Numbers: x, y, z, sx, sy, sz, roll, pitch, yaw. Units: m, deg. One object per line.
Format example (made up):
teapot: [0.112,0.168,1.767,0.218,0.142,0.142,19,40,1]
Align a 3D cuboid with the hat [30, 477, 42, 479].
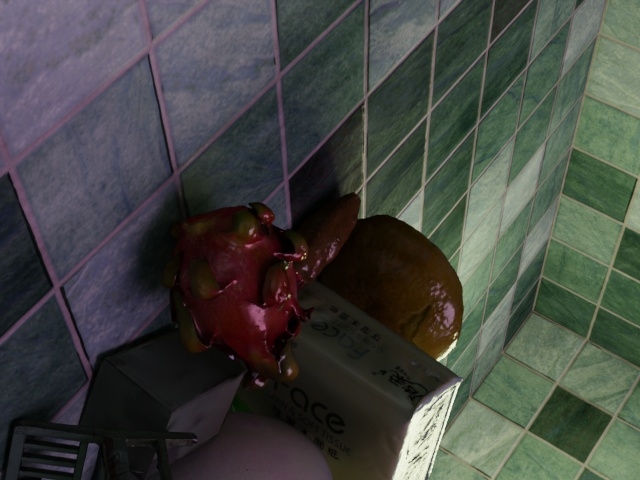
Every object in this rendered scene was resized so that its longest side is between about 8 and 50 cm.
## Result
hat: [-0.436,0.399,1.625,0.076,0.059,0.077,-17,129,-38]

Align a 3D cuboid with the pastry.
pastry: [0.136,0.115,2.180,0.164,0.356,0.356,-33,145,-38]

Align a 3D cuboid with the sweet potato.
sweet potato: [0.000,0.000,2.035,0.251,0.097,0.097,-47,154,-28]

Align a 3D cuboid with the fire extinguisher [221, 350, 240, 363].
fire extinguisher: [-0.131,0.112,1.935,0.231,0.071,0.099,-62,-174,0]

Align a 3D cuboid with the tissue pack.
tissue pack: [0.032,0.302,2.057,0.205,0.405,0.331,-33,145,-44]

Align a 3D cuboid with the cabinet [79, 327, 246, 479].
cabinet: [-0.253,0.254,1.718,0.206,0.150,0.145,-22,140,-58]

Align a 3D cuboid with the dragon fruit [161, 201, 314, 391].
dragon fruit: [-0.115,0.082,1.643,0.307,0.228,0.243,40,60,-47]

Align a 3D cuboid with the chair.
chair: [-0.312,0.361,1.533,0.271,0.147,0.136,8,119,-19]

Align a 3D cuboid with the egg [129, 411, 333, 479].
egg: [-0.201,0.466,1.874,0.340,0.354,0.354,24,96,-43]
